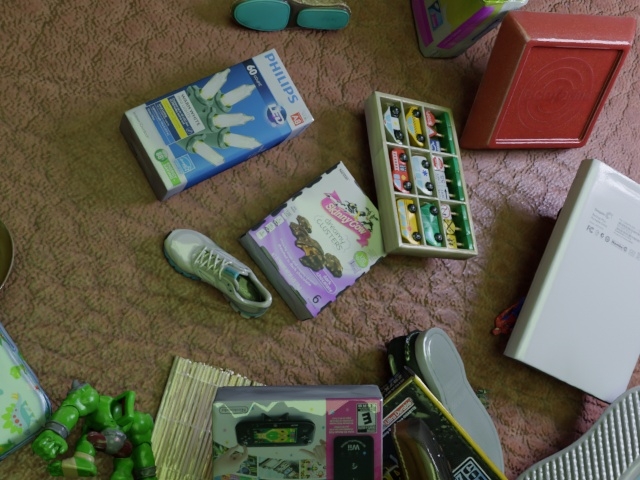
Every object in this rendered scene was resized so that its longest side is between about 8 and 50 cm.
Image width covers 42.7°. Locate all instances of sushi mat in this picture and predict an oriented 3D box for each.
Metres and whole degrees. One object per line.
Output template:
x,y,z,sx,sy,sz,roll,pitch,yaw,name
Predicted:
-0.184,0.336,1.177,0.151,0.019,0.316,19,74,-14,sushi mat

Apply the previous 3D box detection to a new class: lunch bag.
-0.470,0.192,1.062,0.176,0.090,0.219,-34,93,-23,lunch bag

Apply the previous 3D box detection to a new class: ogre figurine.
-0.285,0.266,1.094,0.197,0.097,0.118,23,48,-22,ogre figurine

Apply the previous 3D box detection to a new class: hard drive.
0.468,0.073,1.369,0.233,0.047,0.353,26,83,-20,hard drive

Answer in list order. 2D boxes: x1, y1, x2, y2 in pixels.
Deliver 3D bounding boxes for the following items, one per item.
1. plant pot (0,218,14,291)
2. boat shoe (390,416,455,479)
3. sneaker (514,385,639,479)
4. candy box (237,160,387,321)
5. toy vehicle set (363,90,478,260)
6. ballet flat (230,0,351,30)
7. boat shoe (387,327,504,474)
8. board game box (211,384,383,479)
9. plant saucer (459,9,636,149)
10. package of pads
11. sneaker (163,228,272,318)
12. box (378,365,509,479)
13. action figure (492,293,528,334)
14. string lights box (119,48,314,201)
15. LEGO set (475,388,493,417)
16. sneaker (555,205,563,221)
-0.510,0.044,1.051,0.236,0.032,0.236,-1,49,1,plant pot
0.141,0.403,1.092,0.120,0.122,0.324,-17,94,9,boat shoe
0.445,0.400,1.335,0.366,0.135,0.150,-37,137,-3,sneaker
0.000,0.000,1.276,0.196,0.070,0.165,-39,95,-22,candy box
0.162,-0.103,1.330,0.166,0.035,0.267,5,69,-33,toy vehicle set
-0.052,-0.383,1.341,0.206,0.073,0.067,0,53,-23,ballet flat
0.198,0.280,1.289,0.114,0.091,0.302,-22,94,-45,boat shoe
-0.029,0.351,1.087,0.224,0.097,0.303,0,93,-3,board game box
0.390,-0.253,1.380,0.258,0.259,0.048,-3,40,-21,plant saucer
0.230,-0.486,1.365,0.101,0.229,0.296,-7,82,-21,package of pads
-0.145,0.042,1.212,0.190,0.083,0.071,35,72,-9,sneaker
0.093,0.384,1.183,0.322,0.079,0.257,-41,97,-1,box
0.335,0.126,1.398,0.115,0.030,0.038,-36,98,-20,action figure
-0.157,-0.178,1.250,0.259,0.077,0.133,-29,89,-22,string lights box
0.253,0.276,1.347,0.083,0.023,0.054,-31,89,-9,LEGO set
0.451,0.052,1.423,0.118,0.083,0.222,-28,91,-22,sneaker
